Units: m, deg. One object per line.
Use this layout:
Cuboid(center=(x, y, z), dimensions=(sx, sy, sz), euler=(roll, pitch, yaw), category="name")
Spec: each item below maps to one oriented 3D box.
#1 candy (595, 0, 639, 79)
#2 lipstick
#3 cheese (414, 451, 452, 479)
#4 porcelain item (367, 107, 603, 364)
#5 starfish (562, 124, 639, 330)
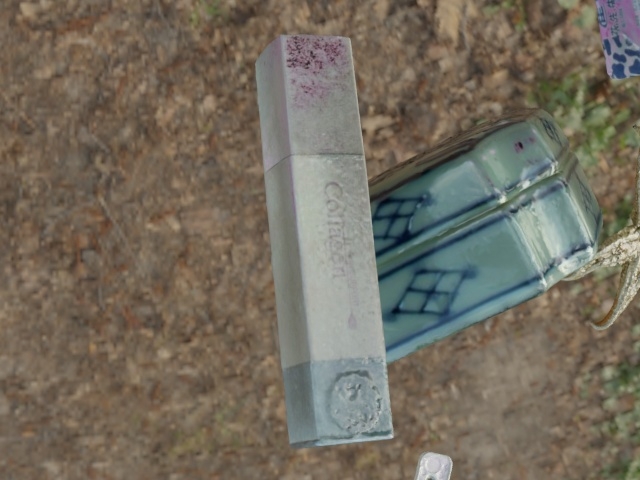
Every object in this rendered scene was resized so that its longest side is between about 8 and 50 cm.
Cuboid(center=(0.390, -0.281, 1.469), dimensions=(0.073, 0.092, 0.160), euler=(-23, 107, -35), category="candy")
Cuboid(center=(0.000, 0.000, 0.941), dimensions=(0.066, 0.317, 0.068), euler=(-2, 169, -21), category="lipstick")
Cuboid(center=(0.105, 0.362, 1.330), dimensions=(0.127, 0.255, 0.050), euler=(17, 174, -20), category="cheese")
Cuboid(center=(0.117, -0.008, 1.158), dimensions=(0.281, 0.286, 0.157), euler=(-28, 92, 20), category="porcelain item")
Cuboid(center=(0.376, -0.004, 1.461), dimensions=(0.138, 0.050, 0.247), euler=(20, 99, -37), category="starfish")
